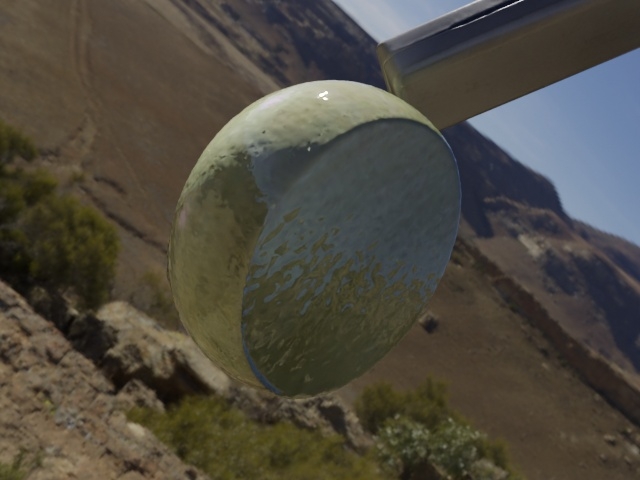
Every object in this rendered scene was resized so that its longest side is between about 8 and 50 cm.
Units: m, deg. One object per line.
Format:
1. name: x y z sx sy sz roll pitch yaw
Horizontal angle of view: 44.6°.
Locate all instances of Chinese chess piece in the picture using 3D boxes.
1. Chinese chess piece: 0.000 0.000 0.610 0.101 0.250 0.250 30 1 38

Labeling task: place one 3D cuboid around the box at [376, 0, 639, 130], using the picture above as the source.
1. box: 0.175 -0.174 0.687 0.103 0.243 0.055 60 8 -57
